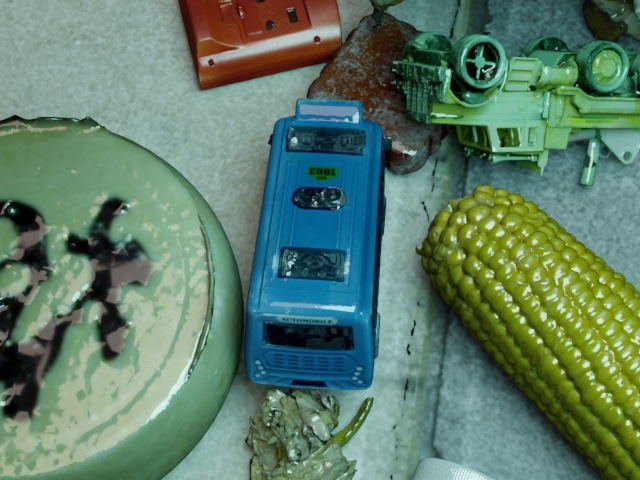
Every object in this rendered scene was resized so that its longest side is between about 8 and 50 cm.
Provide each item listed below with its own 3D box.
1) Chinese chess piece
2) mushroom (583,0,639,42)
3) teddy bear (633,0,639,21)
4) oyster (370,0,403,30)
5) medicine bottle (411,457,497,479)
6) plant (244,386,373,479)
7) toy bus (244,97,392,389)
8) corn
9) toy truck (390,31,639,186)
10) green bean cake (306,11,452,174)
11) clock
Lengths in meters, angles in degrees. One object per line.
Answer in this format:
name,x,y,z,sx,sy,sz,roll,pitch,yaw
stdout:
Chinese chess piece,-0.241,0.064,0.941,0.349,0.146,0.349,-1,67,2
mushroom,0.343,-0.192,1.086,0.187,0.061,0.060,38,67,12
teddy bear,0.238,-0.294,0.988,0.362,0.375,0.327,-28,73,1
oyster,0.104,-0.314,1.072,0.197,0.133,0.337,5,41,25
medicine bottle,0.086,0.275,0.863,0.102,0.103,0.187,20,69,10
plant,-0.003,0.176,0.938,0.122,0.104,0.116,-12,104,-36
toy bus,0.000,0.000,0.948,0.113,0.134,0.246,3,51,4
corn,0.245,0.109,0.916,0.144,0.144,0.387,-36,67,-13
toy truck,0.199,-0.121,1.000,0.259,0.128,0.135,3,101,-22
green bean cake,0.070,-0.143,1.070,0.135,0.056,0.135,32,69,15
clock,-0.060,-0.226,1.110,0.155,0.061,0.113,-13,66,-7
